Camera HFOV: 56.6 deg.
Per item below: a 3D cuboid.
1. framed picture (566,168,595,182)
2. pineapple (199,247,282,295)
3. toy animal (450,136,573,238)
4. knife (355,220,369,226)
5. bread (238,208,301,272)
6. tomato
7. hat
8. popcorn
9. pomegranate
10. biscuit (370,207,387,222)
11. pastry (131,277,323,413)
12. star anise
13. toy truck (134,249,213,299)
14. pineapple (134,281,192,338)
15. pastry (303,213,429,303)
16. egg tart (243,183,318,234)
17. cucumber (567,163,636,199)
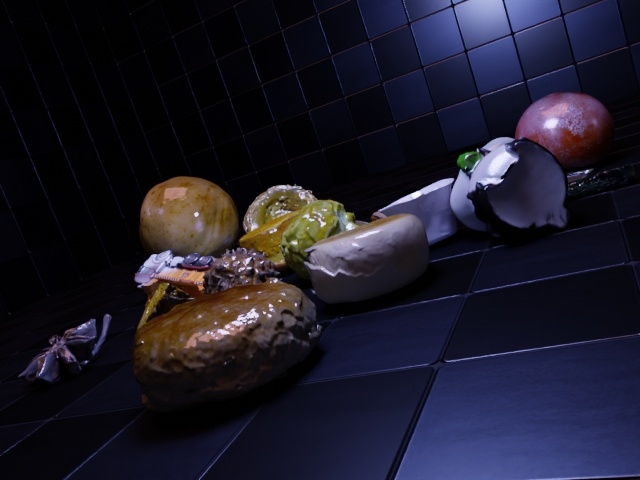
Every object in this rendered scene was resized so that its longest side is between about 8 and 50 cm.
[{"bbox_3d":[0.560,-0.132,1.576,0.281,0.019,0.209,-11,13,43],"label":"framed picture"},{"bbox_3d":[-0.160,0.093,1.297,0.166,0.166,0.193,-15,-7,26],"label":"pineapple"},{"bbox_3d":[0.382,-0.116,1.258,0.212,0.213,0.267,-21,13,-9],"label":"toy animal"},{"bbox_3d":[0.128,-0.037,1.864,0.061,0.027,0.343,-21,12,-13],"label":"knife"},{"bbox_3d":[-0.118,0.011,1.729,0.268,0.146,0.268,-23,8,4],"label":"bread"},{"bbox_3d":[0.691,-0.309,1.698,0.270,0.227,0.270,-18,7,2],"label":"tomato"},{"bbox_3d":[0.247,-0.056,1.403,0.203,0.126,0.203,-24,5,2],"label":"hat"},{"bbox_3d":[0.000,0.000,1.460,0.204,0.183,0.221,-49,-6,33],"label":"popcorn"},{"bbox_3d":[-0.492,-0.031,2.195,0.409,0.410,0.410,-19,9,3],"label":"pomegranate"},{"bbox_3d":[0.224,-0.052,1.672,0.094,0.054,0.378,-19,9,-6],"label":"biscuit"},{"bbox_3d":[-0.151,0.158,0.969,0.329,0.137,0.330,-18,8,3],"label":"pastry"},{"bbox_3d":[-0.587,0.263,1.388,0.231,0.089,0.209,-28,24,-16],"label":"star anise"},{"bbox_3d":[-0.345,0.109,1.493,0.270,0.114,0.135,5,42,35],"label":"toy truck"},{"bbox_3d":[-0.330,0.189,1.337,0.249,0.164,0.140,-11,51,60],"label":"pineapple"},{"bbox_3d":[0.096,0.035,1.189,0.264,0.133,0.265,-19,8,3],"label":"pastry"},{"bbox_3d":[-0.118,-0.052,1.968,0.288,0.288,0.118,-21,-35,-11],"label":"egg tart"},{"bbox_3d":[0.586,-0.117,1.363,0.256,0.043,0.044,-18,4,12],"label":"cucumber"}]
